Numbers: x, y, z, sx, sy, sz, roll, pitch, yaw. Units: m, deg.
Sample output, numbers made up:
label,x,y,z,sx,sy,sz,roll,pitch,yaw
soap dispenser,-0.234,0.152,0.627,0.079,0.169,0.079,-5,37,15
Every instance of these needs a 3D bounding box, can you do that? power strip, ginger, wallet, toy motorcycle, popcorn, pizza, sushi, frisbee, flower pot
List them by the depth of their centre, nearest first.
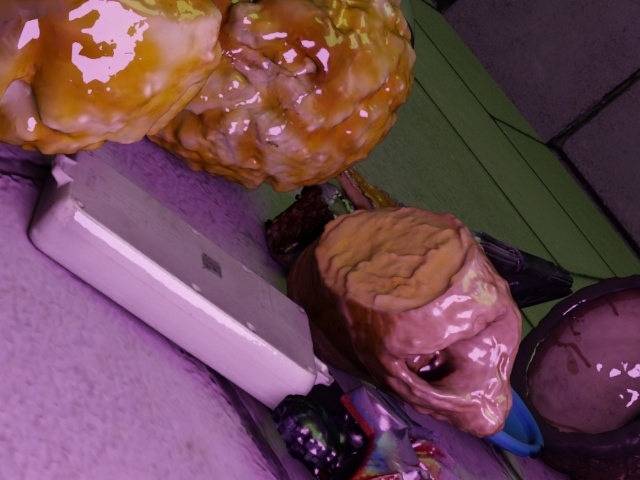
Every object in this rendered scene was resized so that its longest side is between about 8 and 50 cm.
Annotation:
label,x,y,z,sx,sy,sz,roll,pitch,yaw
popcorn,-0.185,-0.193,0.942,0.276,0.276,0.225,48,11,-4
power strip,-0.105,0.031,0.998,0.270,0.046,0.118,37,17,-20
toy motorcycle,0.051,0.173,1.003,0.213,0.082,0.122,18,35,-54
ginger,0.075,0.075,1.122,0.276,0.130,0.221,42,-26,45
popcorn,-0.044,-0.173,1.228,0.282,0.282,0.247,54,-23,15
sushi,0.000,-0.001,1.288,0.094,0.084,0.098,41,23,-35
frisbee,0.138,0.146,1.378,0.242,0.045,0.242,41,12,-10
wallet,0.169,0.044,1.491,0.318,0.173,0.045,22,59,-57
flower pot,0.390,0.217,1.530,0.267,0.267,0.266,52,13,-31
pizza,0.071,-0.028,1.600,0.176,0.036,0.184,42,16,-26

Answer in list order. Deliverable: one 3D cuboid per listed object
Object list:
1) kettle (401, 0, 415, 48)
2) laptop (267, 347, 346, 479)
label,x,y,z,sx,sy,sz,roll,pitch,yaw
kettle,0.080,-0.331,2.104,0.255,0.165,0.240,-97,171,-61
laptop,0.004,0.151,1.085,0.197,0.016,0.135,53,19,13
